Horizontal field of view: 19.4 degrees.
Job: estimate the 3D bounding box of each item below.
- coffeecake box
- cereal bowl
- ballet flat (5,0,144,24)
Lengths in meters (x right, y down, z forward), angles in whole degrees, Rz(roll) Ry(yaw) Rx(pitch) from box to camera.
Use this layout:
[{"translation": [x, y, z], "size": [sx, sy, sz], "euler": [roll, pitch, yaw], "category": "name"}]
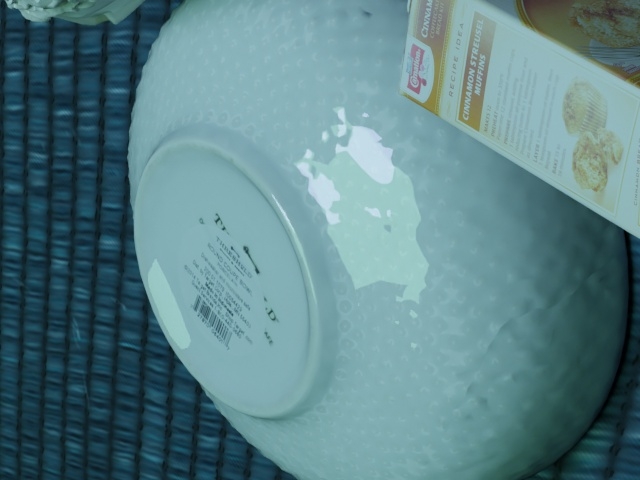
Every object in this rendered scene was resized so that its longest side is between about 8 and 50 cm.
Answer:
[{"translation": [0.149, -0.070, 0.809], "size": [0.185, 0.142, 0.068], "euler": [35, 132, 37], "category": "coffeecake box"}, {"translation": [0.000, 0.000, 1.039], "size": [0.339, 0.141, 0.339], "euler": [26, 127, 41], "category": "cereal bowl"}, {"translation": [-0.150, -0.193, 1.058], "size": [0.409, 0.147, 0.147], "euler": [-139, 40, -59], "category": "ballet flat"}]
